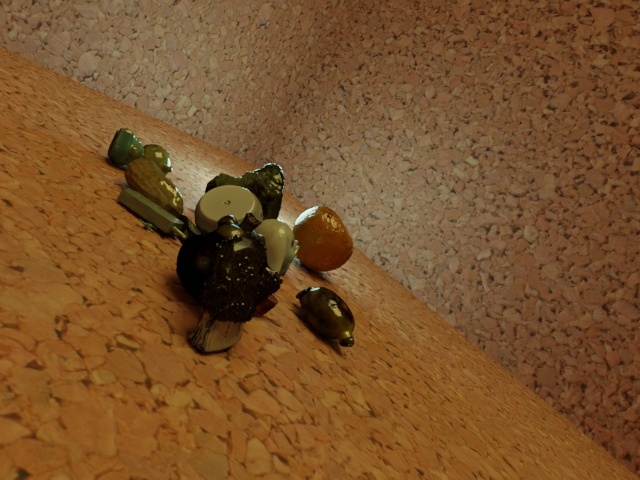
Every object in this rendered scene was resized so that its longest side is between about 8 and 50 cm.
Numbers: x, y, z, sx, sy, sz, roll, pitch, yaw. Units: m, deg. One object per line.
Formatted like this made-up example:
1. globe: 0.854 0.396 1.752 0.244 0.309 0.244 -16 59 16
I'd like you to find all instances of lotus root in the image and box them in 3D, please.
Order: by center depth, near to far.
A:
1. lotus root: 0.032 0.271 1.695 0.169 0.141 0.314 14 23 -50

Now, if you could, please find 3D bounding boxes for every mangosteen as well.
1. mangosteen: -0.273 0.056 1.354 0.288 0.288 0.233 18 41 -56

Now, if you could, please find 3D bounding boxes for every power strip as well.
1. power strip: -0.584 -0.089 1.638 0.288 0.053 0.093 32 4 9

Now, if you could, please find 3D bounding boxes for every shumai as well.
1. shumai: -0.365 -0.198 2.152 0.348 0.395 0.395 10 16 -11

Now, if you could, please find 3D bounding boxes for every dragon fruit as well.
1. dragon fruit: -0.218 0.183 1.479 0.147 0.102 0.096 39 13 3

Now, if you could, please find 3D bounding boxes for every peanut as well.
1. peanut: -0.642 -0.198 1.781 0.325 0.140 0.153 45 -29 19

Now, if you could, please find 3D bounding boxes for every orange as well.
1. orange: 0.000 0.000 2.358 0.340 0.293 0.340 59 3 -4

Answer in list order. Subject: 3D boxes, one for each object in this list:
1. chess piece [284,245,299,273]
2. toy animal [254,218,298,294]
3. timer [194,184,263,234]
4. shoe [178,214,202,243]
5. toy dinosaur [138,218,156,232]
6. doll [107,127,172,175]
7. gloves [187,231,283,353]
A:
1. chess piece: -0.233 0.030 2.026 0.251 0.144 0.144 29 11 -1
2. toy animal: -0.212 0.059 1.640 0.174 0.289 0.249 23 -5 -39
3. timer: -0.356 -0.053 1.823 0.285 0.285 0.285 33 11 -7
4. shoe: -0.471 -0.017 1.686 0.194 0.074 0.077 46 4 39
5. toy dinosaur: -0.595 -0.053 1.581 0.062 0.021 0.083 37 -6 -16
6. doll: -0.784 -0.366 2.021 0.261 0.161 0.177 25 -8 -32
7. gloves: -0.217 0.132 1.179 0.210 0.312 0.135 11 4 -42
